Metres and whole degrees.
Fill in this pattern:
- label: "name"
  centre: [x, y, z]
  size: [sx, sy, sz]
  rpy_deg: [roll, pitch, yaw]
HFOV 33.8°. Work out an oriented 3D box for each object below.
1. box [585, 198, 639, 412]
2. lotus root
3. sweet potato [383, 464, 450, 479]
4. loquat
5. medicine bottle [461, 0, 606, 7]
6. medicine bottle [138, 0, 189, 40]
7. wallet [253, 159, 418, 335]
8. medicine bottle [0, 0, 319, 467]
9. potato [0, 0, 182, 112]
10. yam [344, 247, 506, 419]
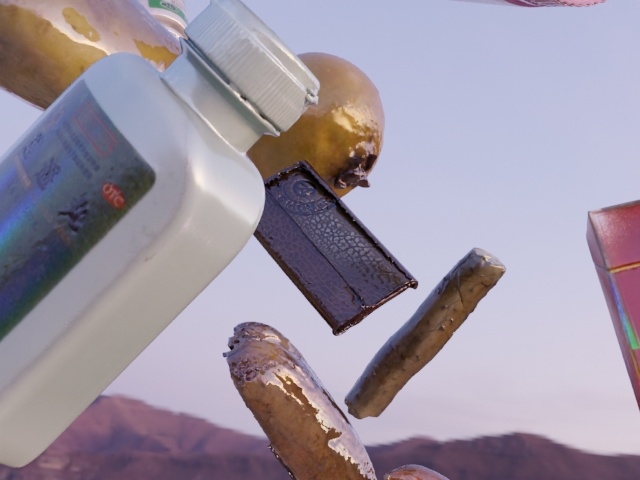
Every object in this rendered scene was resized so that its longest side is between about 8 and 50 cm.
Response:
- label: "box"
  centre: [0.273, 0.050, 0.777]
  size: [0.112, 0.175, 0.048]
  rpy_deg: [-14, -24, 5]
- label: "lotus root"
  centre: [0.002, 0.233, 1.304]
  size: [0.078, 0.167, 0.329]
  rpy_deg: [-26, -64, 19]
- label: "sweet potato"
  centre: [0.103, 0.237, 1.014]
  size: [0.095, 0.034, 0.034]
  rpy_deg: [23, -18, -13]
- label: "loquat"
  centre: [-0.007, -0.161, 1.570]
  size: [0.243, 0.244, 0.244]
  rpy_deg: [7, -14, 2]
- label: "medicine bottle"
  centre: [0.201, -0.336, 1.107]
  size: [0.178, 0.178, 0.290]
  rpy_deg: [13, 10, -22]
- label: "medicine bottle"
  centre: [-0.276, -0.332, 1.703]
  size: [0.139, 0.237, 0.139]
  rpy_deg: [-10, -38, -8]
- label: "wallet"
  centre: [0.000, 0.000, 1.330]
  size: [0.133, 0.243, 0.039]
  rpy_deg: [-27, -32, -23]
- label: "medicine bottle"
  centre: [-0.100, -0.013, 0.496]
  size: [0.121, 0.229, 0.083]
  rpy_deg: [48, 4, 39]
- label: "potato"
  centre: [-0.203, -0.162, 0.966]
  size: [0.191, 0.141, 0.296]
  rpy_deg: [29, -5, 35]
- label: "yam"
  centre: [0.142, 0.134, 1.480]
  size: [0.067, 0.317, 0.071]
  rpy_deg: [47, 23, 23]
